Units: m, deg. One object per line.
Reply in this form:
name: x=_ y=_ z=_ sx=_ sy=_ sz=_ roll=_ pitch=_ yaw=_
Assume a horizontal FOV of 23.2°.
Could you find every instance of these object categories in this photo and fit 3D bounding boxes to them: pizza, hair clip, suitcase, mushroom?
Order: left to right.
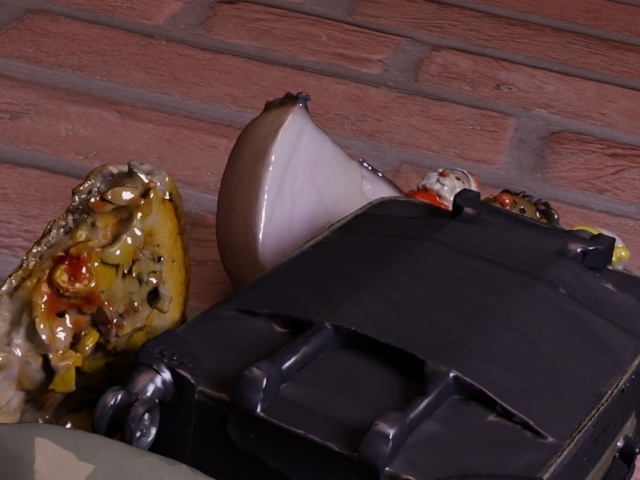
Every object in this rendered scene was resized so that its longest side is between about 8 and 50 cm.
pizza: x=-0.159 y=0.070 z=0.928 sx=0.074 sy=0.251 sz=0.288 roll=26 pitch=14 yaw=24
mushroom: x=-0.018 y=0.021 z=1.329 sx=0.236 sy=0.173 sz=0.162 roll=39 pitch=-27 yaw=-29
suitcase: x=0.066 y=0.119 z=1.036 sx=0.283 sy=0.194 sz=0.434 roll=20 pitch=28 yaw=21
hair clip: x=0.195 y=0.006 z=1.462 sx=0.321 sy=0.091 sz=0.138 roll=26 pitch=31 yaw=32

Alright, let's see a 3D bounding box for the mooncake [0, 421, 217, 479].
mooncake: x=-0.147 y=0.186 z=0.748 sx=0.275 sy=0.275 sz=0.135 roll=9 pitch=57 yaw=-4
